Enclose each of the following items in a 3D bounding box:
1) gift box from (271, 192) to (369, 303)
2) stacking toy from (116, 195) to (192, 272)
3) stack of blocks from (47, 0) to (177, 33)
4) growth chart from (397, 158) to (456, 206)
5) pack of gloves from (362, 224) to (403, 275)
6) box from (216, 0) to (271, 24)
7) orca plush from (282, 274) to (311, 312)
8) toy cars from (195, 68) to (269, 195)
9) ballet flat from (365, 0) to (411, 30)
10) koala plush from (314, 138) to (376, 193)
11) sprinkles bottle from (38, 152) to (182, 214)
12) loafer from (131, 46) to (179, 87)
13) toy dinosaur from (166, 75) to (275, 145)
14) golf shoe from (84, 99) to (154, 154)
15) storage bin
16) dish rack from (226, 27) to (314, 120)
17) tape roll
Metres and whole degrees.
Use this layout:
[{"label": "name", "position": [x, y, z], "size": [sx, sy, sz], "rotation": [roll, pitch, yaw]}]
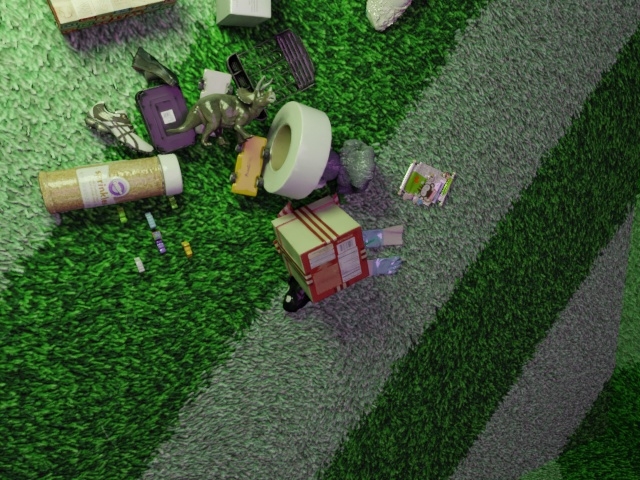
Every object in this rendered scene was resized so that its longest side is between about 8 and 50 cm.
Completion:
[{"label": "gift box", "position": [0.000, 0.000, 1.586], "size": [0.255, 0.258, 0.276], "rotation": [-22, 127, -18]}, {"label": "stacking toy", "position": [-0.502, -0.025, 1.456], "size": [0.167, 0.052, 0.220], "rotation": [-21, 110, -22]}, {"label": "stack of blocks", "position": [-0.524, -0.614, 1.214], "size": [0.298, 0.171, 0.087], "rotation": [-24, 113, -20]}, {"label": "growth chart", "position": [0.414, -0.217, 1.874], "size": [0.238, 0.021, 0.171], "rotation": [13, 98, -28]}, {"label": "pack of gloves", "position": [0.228, 0.052, 1.839], "size": [0.232, 0.046, 0.194], "rotation": [-9, 107, -24]}, {"label": "box", "position": [-0.219, -0.706, 1.335], "size": [0.119, 0.182, 0.180], "rotation": [-5, 105, -23]}, {"label": "orca plush", "position": [-0.012, 0.156, 1.714], "size": [0.287, 0.102, 0.151], "rotation": [-34, 116, -15]}, {"label": "toy cars", "position": [-0.276, -0.324, 1.467], "size": [0.177, 0.087, 0.393], "rotation": [-31, 111, -6]}, {"label": "ballet flat", "position": [0.293, -0.887, 1.570], "size": [0.147, 0.147, 0.408], "rotation": [33, 89, -29]}, {"label": "koala plush", "position": [0.055, -0.252, 1.602], "size": [0.222, 0.203, 0.196], "rotation": [7, 100, -16]}, {"label": "sprinkles bottle", "position": [-0.576, -0.161, 1.339], "size": [0.356, 0.121, 0.121], "rotation": [-13, 109, -22]}, {"label": "loafer", "position": [-0.453, -0.461, 1.314], "size": [0.061, 0.170, 0.062], "rotation": [-52, 157, 7]}, {"label": "toy dinosaur", "position": [-0.279, -0.356, 1.366], "size": [0.314, 0.121, 0.160], "rotation": [-11, 96, -8]}, {"label": "golf shoe", "position": [-0.547, -0.313, 1.338], "size": [0.198, 0.077, 0.093], "rotation": [30, 89, -31]}, {"label": "storage bin", "position": [-0.443, -0.351, 1.375], "size": [0.122, 0.084, 0.180], "rotation": [-23, 113, -19]}, {"label": "dish rack", "position": [-0.142, -0.522, 1.485], "size": [0.272, 0.074, 0.208], "rotation": [-34, 117, -15]}, {"label": "tape roll", "position": [-0.080, -0.274, 1.463], "size": [0.100, 0.286, 0.285], "rotation": [11, 99, -28]}]
